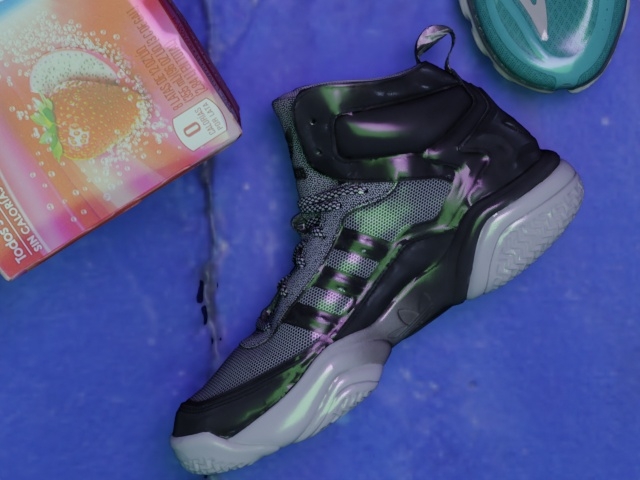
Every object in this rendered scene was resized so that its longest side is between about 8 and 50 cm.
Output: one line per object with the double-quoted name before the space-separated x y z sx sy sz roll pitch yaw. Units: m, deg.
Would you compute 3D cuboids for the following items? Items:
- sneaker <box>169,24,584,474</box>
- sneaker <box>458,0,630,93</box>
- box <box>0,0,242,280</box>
"sneaker" 0.000 0.000 0.979 0.269 0.101 0.153 -37 98 -3
"sneaker" 0.131 -0.214 0.945 0.107 0.110 0.275 5 99 -3
"box" -0.176 -0.149 0.922 0.142 0.154 0.300 -32 100 3
